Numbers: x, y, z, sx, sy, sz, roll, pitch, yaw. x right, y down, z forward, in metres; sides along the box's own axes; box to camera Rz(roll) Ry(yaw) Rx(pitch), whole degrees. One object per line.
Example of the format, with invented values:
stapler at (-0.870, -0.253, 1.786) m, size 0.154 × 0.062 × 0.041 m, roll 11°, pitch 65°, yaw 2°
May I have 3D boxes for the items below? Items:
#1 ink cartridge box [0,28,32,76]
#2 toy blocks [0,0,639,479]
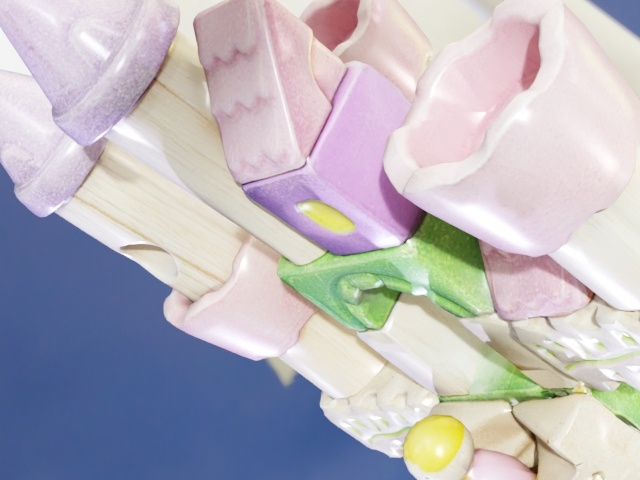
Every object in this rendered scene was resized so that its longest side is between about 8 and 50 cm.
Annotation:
ink cartridge box at (-0.186, -0.162, 0.797) m, size 0.100 × 0.237 × 0.172 m, roll 15°, pitch -81°, yaw -54°
toy blocks at (0.000, 0.000, 0.505) m, size 0.260 × 0.289 × 0.309 m, roll 35°, pitch -113°, yaw -24°
